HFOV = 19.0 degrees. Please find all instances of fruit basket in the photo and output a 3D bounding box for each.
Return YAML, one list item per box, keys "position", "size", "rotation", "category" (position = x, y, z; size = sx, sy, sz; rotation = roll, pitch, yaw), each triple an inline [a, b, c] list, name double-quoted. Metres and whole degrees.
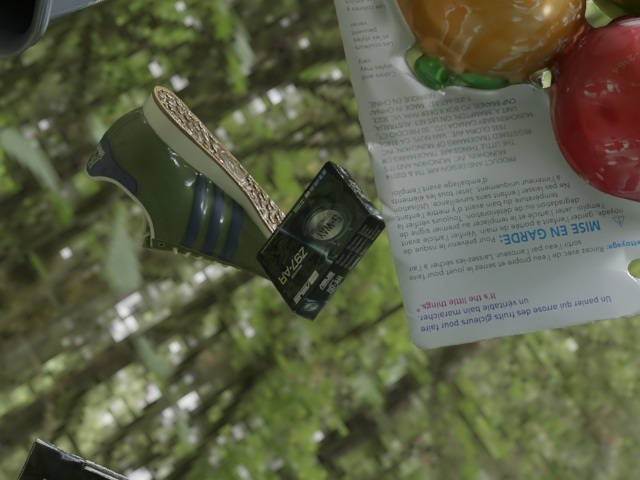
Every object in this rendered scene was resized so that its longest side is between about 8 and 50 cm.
- position: [0.171, -0.119, 1.182]
  size: [0.165, 0.327, 0.353]
  rotation: [124, -44, -72]
  category: "fruit basket"

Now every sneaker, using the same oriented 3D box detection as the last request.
- position: [-0.088, -0.019, 1.356]
  size: [0.192, 0.086, 0.064]
  rotation: [48, 13, -29]
  category: "sneaker"

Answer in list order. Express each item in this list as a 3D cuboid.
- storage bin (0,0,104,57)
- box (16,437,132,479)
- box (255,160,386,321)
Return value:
- position: [-0.138, -0.164, 0.889]
  size: [0.098, 0.091, 0.135]
  rotation: [22, -68, 20]
  category: "storage bin"
- position: [-0.169, 0.353, 1.501]
  size: [0.257, 0.322, 0.079]
  rotation: [21, -10, 8]
  category: "box"
- position: [0.000, 0.000, 1.227]
  size: [0.018, 0.083, 0.067]
  rotation: [25, 19, -39]
  category: "box"
